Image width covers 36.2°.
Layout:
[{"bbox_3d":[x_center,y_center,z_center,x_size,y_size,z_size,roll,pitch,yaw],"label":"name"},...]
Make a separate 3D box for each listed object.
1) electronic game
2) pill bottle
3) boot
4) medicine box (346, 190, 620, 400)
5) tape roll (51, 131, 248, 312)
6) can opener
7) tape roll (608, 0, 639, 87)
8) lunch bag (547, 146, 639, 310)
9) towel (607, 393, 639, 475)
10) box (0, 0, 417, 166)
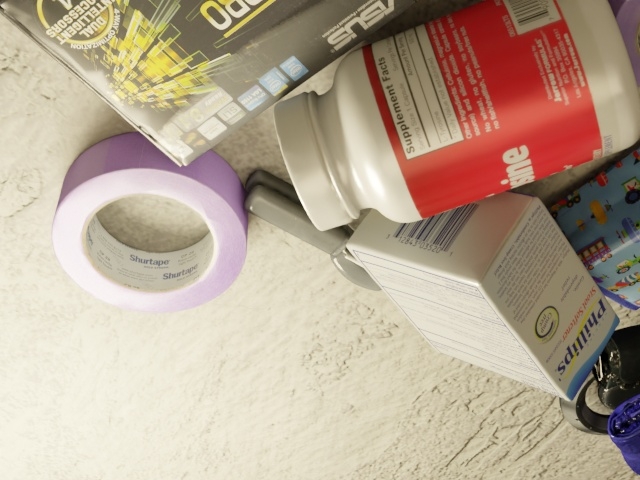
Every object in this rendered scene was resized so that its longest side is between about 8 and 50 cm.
[{"bbox_3d":[0.532,0.259,1.719,0.229,0.048,0.229,-4,127,-6],"label":"electronic game"},{"bbox_3d":[0.161,-0.157,1.204,0.408,0.229,0.229,-19,130,10],"label":"pill bottle"},{"bbox_3d":[0.548,0.149,1.539,0.207,0.094,0.246,-12,148,-12],"label":"boot"},{"bbox_3d":[0.229,0.061,1.376,0.149,0.263,0.289,-54,127,-16],"label":"medicine box"},{"bbox_3d":[-0.242,-0.021,1.412,0.275,0.090,0.274,-1,132,-1],"label":"tape roll"},{"bbox_3d":[0.000,0.000,1.450,0.283,0.076,0.095,27,124,-23],"label":"can opener"},{"bbox_3d":[0.447,-0.283,1.217,0.189,0.080,0.189,-1,132,-1],"label":"tape roll"},{"bbox_3d":[0.512,0.004,1.456,0.221,0.138,0.293,-37,134,23],"label":"lunch bag"},{"bbox_3d":[0.619,0.312,1.693,0.228,0.076,0.308,-26,146,12],"label":"towel"},{"bbox_3d":[-0.131,-0.303,1.163,0.395,0.097,0.318,-31,129,22],"label":"box"}]
